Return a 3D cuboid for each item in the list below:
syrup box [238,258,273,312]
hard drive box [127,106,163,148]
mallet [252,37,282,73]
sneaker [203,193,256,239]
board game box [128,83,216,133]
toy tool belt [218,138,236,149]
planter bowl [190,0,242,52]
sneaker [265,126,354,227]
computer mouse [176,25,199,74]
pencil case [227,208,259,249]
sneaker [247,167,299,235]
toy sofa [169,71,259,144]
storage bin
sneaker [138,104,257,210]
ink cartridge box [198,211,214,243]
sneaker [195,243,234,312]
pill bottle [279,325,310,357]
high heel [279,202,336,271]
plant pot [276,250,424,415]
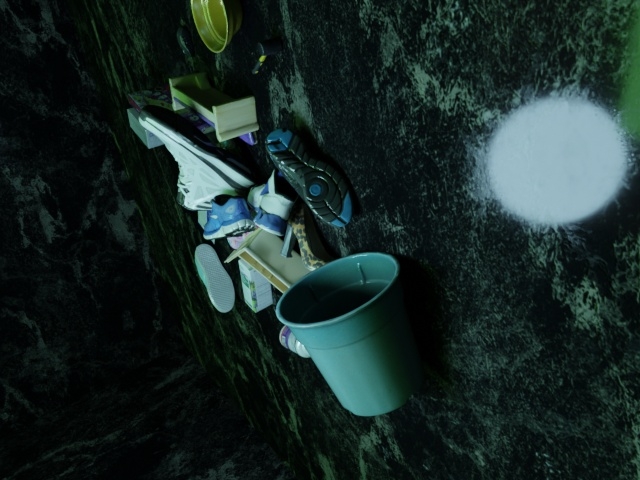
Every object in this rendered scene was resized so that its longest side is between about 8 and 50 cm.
[{"bbox_3d":[-0.272,0.177,2.051,0.093,0.096,0.236,36,142,41],"label":"syrup box"},{"bbox_3d":[-0.635,-0.487,1.980,0.181,0.232,0.089,46,147,31],"label":"hard drive box"},{"bbox_3d":[-0.157,-0.523,1.389,0.039,0.063,0.190,68,166,-4],"label":"mallet"},{"bbox_3d":[-0.323,-0.084,1.689,0.330,0.130,0.147,-14,83,57],"label":"sneaker"},{"bbox_3d":[-0.587,-0.508,1.913,0.347,0.208,0.056,44,142,31],"label":"board game box"},{"bbox_3d":[-0.354,-0.372,1.799,0.083,0.051,0.052,55,149,17],"label":"toy tool belt"},{"bbox_3d":[-0.291,-0.672,1.423,0.217,0.090,0.217,37,140,39],"label":"planter bowl"},{"bbox_3d":[-0.021,-0.174,1.384,0.340,0.125,0.139,53,176,14],"label":"sneaker"},{"bbox_3d":[-0.489,-0.667,1.800,0.071,0.041,0.241,23,132,49],"label":"computer mouse"},{"bbox_3d":[-0.269,-0.047,1.843,0.284,0.124,0.124,-24,91,61],"label":"pencil case"},{"bbox_3d":[-0.132,-0.147,1.552,0.182,0.128,0.315,-60,22,12],"label":"sneaker"},{"bbox_3d":[-0.370,-0.443,1.670,0.363,0.150,0.177,37,140,39],"label":"toy sofa"},{"bbox_3d":[-0.174,0.096,1.699,0.262,0.123,0.260,41,153,-12],"label":"storage bin"},{"bbox_3d":[-0.461,-0.241,1.653,0.448,0.257,0.169,35,-160,-33],"label":"sneaker"},{"bbox_3d":[-0.492,-0.150,2.186,0.165,0.065,0.332,49,146,25],"label":"ink cartridge box"},{"bbox_3d":[-0.540,0.198,2.487,0.365,0.135,0.150,70,159,8],"label":"sneaker"},{"bbox_3d":[-0.067,0.387,1.869,0.194,0.108,0.108,9,120,55],"label":"pill bottle"},{"bbox_3d":[0.000,0.000,1.511,0.261,0.093,0.186,22,103,24],"label":"high heel"},{"bbox_3d":[0.107,0.257,1.296,0.341,0.341,0.333,5,125,57],"label":"plant pot"}]
